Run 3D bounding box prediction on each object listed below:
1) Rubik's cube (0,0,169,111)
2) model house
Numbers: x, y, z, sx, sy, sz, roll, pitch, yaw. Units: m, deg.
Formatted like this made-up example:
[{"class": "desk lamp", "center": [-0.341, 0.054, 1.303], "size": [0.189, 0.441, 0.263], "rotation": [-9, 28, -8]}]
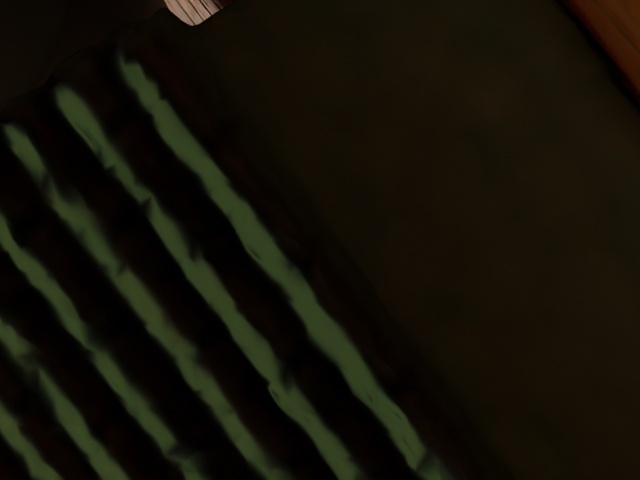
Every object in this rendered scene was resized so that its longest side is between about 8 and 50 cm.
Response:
[{"class": "Rubik's cube", "center": [-0.298, -0.085, 0.673], "size": [0.351, 0.347, 0.352], "rotation": [58, -160, 6]}, {"class": "model house", "center": [-0.006, 0.088, 0.428], "size": [0.280, 0.249, 0.230], "rotation": [54, 173, -1]}]
